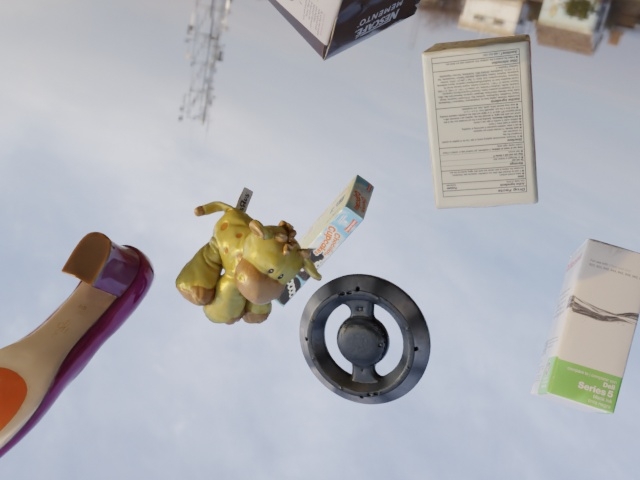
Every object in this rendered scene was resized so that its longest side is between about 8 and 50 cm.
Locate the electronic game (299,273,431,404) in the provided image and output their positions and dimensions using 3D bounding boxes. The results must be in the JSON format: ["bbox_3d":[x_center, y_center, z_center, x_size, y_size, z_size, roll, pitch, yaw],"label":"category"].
[{"bbox_3d":[0.072,0.167,1.300,0.229,0.229,0.048,17,-162,16],"label":"electronic game"}]

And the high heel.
[{"bbox_3d":[-0.370,0.173,1.139,0.127,0.377,0.181,32,172,23],"label":"high heel"}]

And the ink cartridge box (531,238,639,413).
[{"bbox_3d":[0.469,0.154,1.349,0.115,0.272,0.198,17,171,11],"label":"ink cartridge box"}]

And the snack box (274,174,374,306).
[{"bbox_3d":[0.000,0.000,1.871,0.060,0.322,0.187,37,-151,-9],"label":"snack box"}]

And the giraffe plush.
[{"bbox_3d":[-0.089,0.031,1.126,0.182,0.210,0.171,5,-176,-36],"label":"giraffe plush"}]

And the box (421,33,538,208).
[{"bbox_3d":[0.238,-0.174,1.134,0.149,0.232,0.127,-2,-162,16],"label":"box"}]

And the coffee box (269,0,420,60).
[{"bbox_3d":[-0.016,-0.392,0.976,0.168,0.119,0.297,-32,-107,-27],"label":"coffee box"}]
